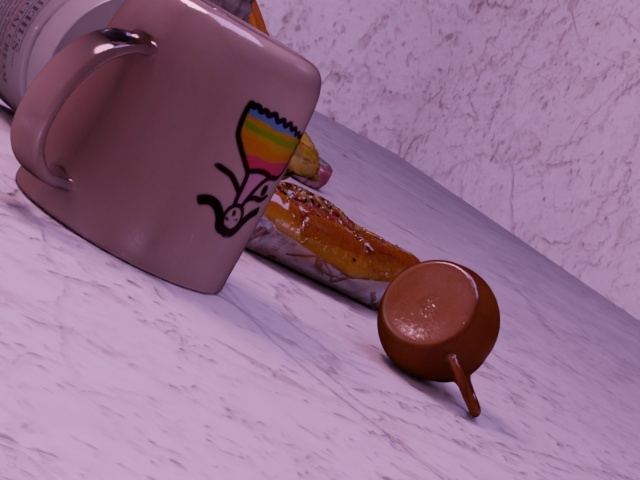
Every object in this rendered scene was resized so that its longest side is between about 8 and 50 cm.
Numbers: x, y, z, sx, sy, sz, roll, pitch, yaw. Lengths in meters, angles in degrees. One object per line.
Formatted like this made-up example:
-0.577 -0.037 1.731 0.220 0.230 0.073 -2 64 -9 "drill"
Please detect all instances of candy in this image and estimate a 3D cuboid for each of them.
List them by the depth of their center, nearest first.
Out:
-0.031 -0.119 2.495 0.103 0.043 0.103 30 9 -5 "candy"

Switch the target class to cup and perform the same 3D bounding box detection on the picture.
-0.131 -0.097 1.270 0.191 0.200 0.253 35 9 34 "cup"

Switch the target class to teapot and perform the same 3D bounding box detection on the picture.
0.111 0.085 1.439 0.116 0.116 0.173 24 36 -44 "teapot"

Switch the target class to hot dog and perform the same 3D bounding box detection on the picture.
0.000 0.000 1.648 0.268 0.075 0.144 27 7 -37 "hot dog"

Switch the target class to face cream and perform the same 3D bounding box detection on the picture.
-0.221 -0.175 1.547 0.177 0.177 0.153 24 8 -44 "face cream"

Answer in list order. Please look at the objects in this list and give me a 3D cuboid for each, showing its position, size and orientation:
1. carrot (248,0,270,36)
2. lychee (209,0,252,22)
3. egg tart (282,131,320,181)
-0.118 -0.298 2.464 0.100 0.307 0.258 -13 24 3 "carrot"
-0.267 -0.393 2.164 0.432 0.380 0.380 3 21 -30 "lychee"
-0.137 -0.132 1.859 0.294 0.116 0.295 32 6 -3 "egg tart"
